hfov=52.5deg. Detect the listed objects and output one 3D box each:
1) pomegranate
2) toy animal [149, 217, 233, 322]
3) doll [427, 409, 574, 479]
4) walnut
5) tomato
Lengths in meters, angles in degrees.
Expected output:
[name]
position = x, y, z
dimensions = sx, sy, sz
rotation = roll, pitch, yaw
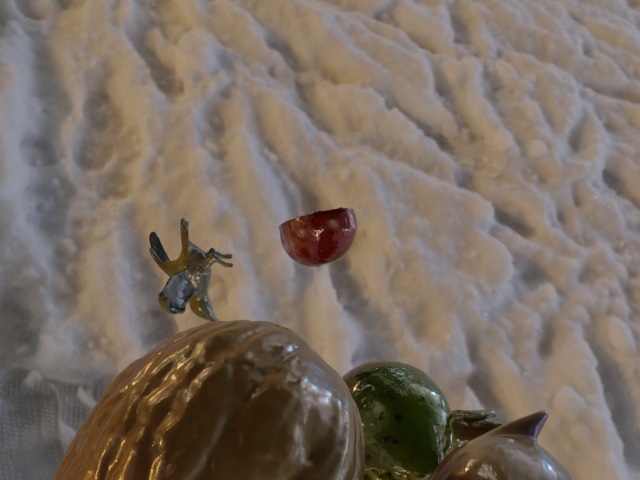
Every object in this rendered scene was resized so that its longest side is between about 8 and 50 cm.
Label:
[pomegranate]
position = 0.139, 0.301, 1.012
dimensions = 0.301, 0.236, 0.236
rotation = -1, 53, -24
[toy animal]
position = -0.161, 0.053, 0.886
dimensions = 0.155, 0.095, 0.219
rotation = 42, 5, -20
[doll]
position = 0.210, 0.388, 0.705
dimensions = 0.225, 0.215, 0.371
rotation = 0, 42, -14
[walnut]
position = -0.081, 0.186, 0.488
dimensions = 0.224, 0.225, 0.261
rotation = 33, 62, 9
[tomato]
position = 0.000, 0.000, 1.151
dimensions = 0.138, 0.159, 0.091
rotation = -10, 87, -16
